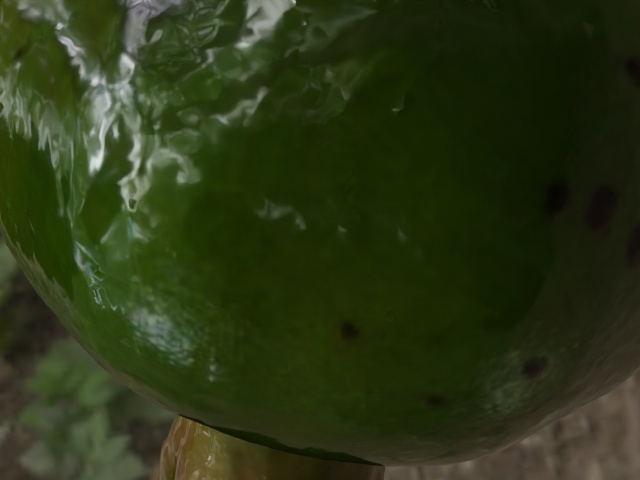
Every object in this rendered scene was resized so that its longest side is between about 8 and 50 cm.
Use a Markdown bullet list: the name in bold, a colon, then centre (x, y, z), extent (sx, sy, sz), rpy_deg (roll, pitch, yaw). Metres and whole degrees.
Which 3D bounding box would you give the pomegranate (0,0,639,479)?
- **pomegranate**: centre (0.000, 0.000, 0.609), extent (0.236, 0.236, 0.301), rpy_deg (39, 119, 43)
